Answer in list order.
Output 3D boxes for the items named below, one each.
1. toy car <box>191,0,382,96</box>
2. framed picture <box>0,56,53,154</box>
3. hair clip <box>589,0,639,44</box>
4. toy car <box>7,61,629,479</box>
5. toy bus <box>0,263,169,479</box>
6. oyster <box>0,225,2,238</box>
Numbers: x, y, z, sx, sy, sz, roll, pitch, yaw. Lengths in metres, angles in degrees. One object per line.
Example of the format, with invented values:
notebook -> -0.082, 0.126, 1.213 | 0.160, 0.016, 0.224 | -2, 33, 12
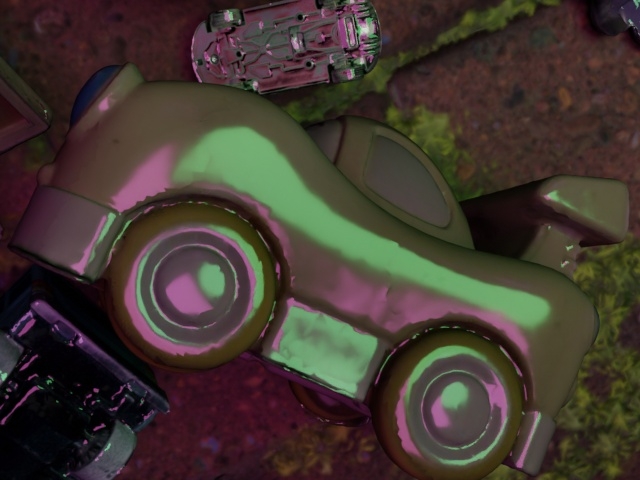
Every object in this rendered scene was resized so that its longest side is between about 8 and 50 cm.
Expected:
toy car -> -0.025, -0.145, 0.584 | 0.142, 0.055, 0.069 | -8, 103, 13
framed picture -> -0.357, -0.080, 0.456 | 0.315, 0.024, 0.232 | -23, 140, 9
hair clip -> 0.304, -0.216, 0.627 | 0.195, 0.052, 0.124 | -3, 104, -13
toy car -> 0.000, 0.000, 0.517 | 0.336, 0.242, 0.226 | 28, 80, -12
toy bus -> -0.242, 0.150, 0.548 | 0.256, 0.147, 0.128 | -45, 113, -3
oyster -> -0.276, -0.018, 0.583 | 0.098, 0.037, 0.100 | 27, 74, -29
